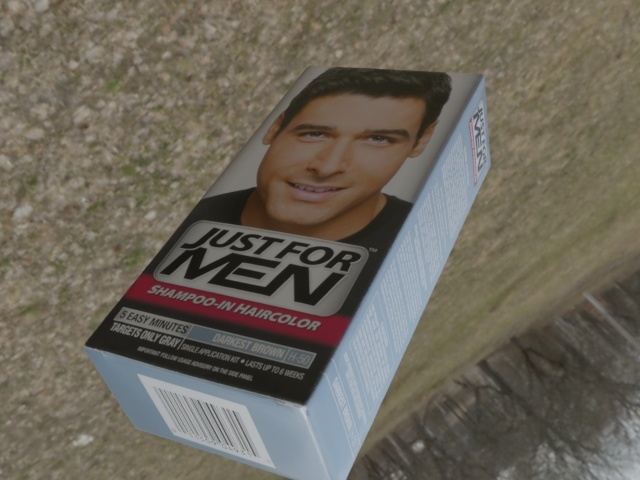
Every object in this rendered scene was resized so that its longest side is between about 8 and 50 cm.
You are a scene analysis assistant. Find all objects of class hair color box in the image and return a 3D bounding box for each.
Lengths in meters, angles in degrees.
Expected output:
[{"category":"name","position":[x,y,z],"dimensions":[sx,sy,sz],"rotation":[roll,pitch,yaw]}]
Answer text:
[{"category":"hair color box","position":[0.000,0.000,0.639],"dimensions":[0.374,0.185,0.113],"rotation":[-58,146,-38]}]
